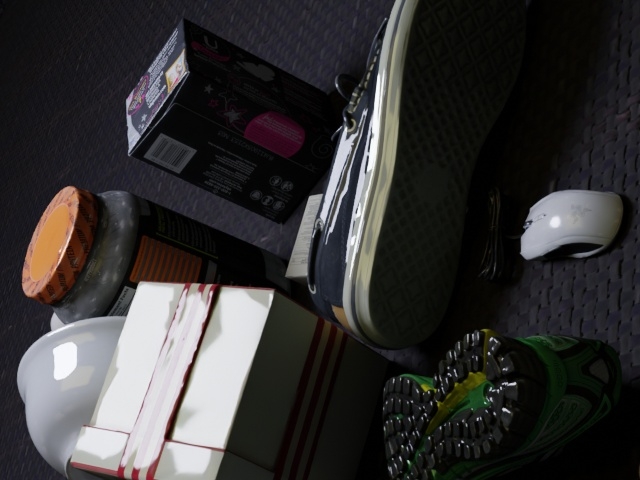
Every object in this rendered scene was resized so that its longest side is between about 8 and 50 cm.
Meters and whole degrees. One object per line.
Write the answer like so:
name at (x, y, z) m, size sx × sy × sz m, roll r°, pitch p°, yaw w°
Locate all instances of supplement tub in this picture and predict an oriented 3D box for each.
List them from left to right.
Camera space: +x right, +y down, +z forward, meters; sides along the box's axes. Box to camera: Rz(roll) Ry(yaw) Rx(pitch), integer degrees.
supplement tub at (-0.214, 0.055, 1.748) m, size 0.193 × 0.316 × 0.193 m, roll -41°, pitch 36°, yaw 39°

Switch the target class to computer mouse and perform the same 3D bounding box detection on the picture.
computer mouse at (0.223, -0.017, 1.337) m, size 0.193 × 0.042 × 0.106 m, roll -15°, pitch 55°, yaw 56°

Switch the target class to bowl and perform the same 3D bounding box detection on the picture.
bowl at (-0.238, 0.237, 1.660) m, size 0.298 × 0.298 × 0.134 m, roll -42°, pitch 32°, yaw 38°

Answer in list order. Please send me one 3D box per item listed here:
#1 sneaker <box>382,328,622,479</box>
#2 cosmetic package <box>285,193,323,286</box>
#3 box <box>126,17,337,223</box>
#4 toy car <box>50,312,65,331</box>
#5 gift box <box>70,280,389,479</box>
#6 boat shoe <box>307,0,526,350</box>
sneaker at (0.157, 0.176, 1.234) m, size 0.343 × 0.146 × 0.134 m, roll 138°, pitch 129°, yaw -62°
cosmetic package at (0.000, 0.000, 1.712) m, size 0.060 × 0.041 × 0.115 m, roll -3°, pitch 66°, yaw 59°
box at (-0.122, -0.160, 1.826) m, size 0.163 × 0.247 × 0.142 m, roll -50°, pitch 30°, yaw 28°
toy car at (-0.319, 0.114, 2.099) m, size 0.182 × 0.159 × 0.136 m, roll -62°, pitch -8°, yaw 8°
gift box at (-0.080, 0.213, 1.480) m, size 0.255 × 0.276 × 0.258 m, roll -1°, pitch 64°, yaw 46°
boat shoe at (0.098, -0.127, 1.495) m, size 0.156 × 0.187 × 0.500 m, roll 5°, pitch 79°, yaw 55°
